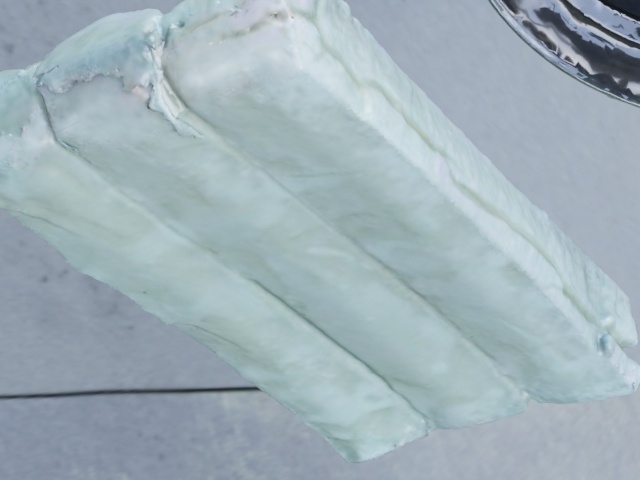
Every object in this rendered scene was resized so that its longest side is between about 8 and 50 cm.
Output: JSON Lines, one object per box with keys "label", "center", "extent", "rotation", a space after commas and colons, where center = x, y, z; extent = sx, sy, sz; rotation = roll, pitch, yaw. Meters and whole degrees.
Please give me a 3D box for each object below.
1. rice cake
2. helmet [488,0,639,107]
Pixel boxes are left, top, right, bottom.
{"label": "rice cake", "center": [0.000, 0.000, 0.470], "extent": [0.124, 0.211, 0.038], "rotation": [-17, 53, 23]}
{"label": "helmet", "center": [0.125, -0.117, 0.498], "extent": [0.153, 0.107, 0.177], "rotation": [17, 84, 14]}
